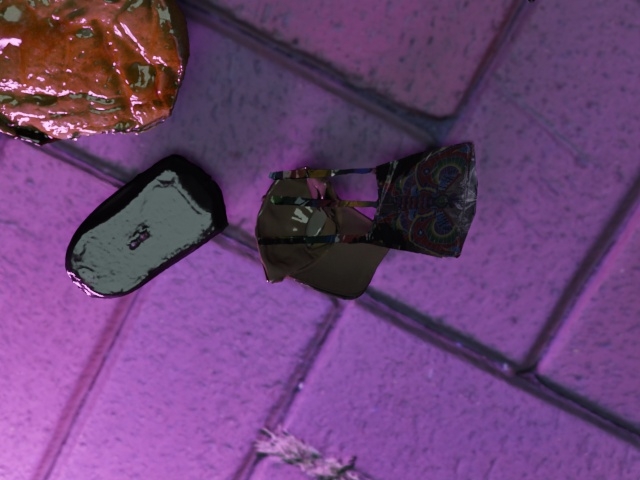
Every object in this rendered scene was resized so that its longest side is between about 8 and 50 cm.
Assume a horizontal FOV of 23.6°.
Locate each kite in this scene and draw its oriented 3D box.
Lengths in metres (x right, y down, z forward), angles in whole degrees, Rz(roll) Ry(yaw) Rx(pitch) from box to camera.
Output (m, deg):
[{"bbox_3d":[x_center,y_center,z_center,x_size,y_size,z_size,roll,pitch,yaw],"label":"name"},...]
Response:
[{"bbox_3d":[0.063,-0.042,1.867,0.285,0.015,0.152,-3,110,-19],"label":"kite"}]

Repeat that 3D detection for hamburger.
[{"bbox_3d":[-0.297,-0.237,1.790,0.285,0.134,0.265,12,126,-10],"label":"hamburger"}]

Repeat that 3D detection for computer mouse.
[{"bbox_3d":[-0.219,-0.013,1.920,0.217,0.073,0.122,-35,107,8],"label":"computer mouse"}]

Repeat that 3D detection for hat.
[{"bbox_3d":[0.000,0.000,1.922,0.175,0.085,0.147,30,97,-31],"label":"hat"}]

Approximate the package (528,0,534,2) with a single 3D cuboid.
[{"bbox_3d":[0.264,-0.427,1.745,0.204,0.062,0.251,44,104,-12],"label":"package"}]
